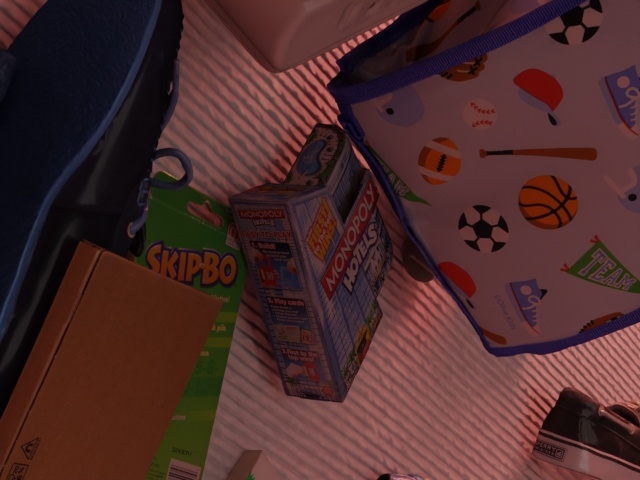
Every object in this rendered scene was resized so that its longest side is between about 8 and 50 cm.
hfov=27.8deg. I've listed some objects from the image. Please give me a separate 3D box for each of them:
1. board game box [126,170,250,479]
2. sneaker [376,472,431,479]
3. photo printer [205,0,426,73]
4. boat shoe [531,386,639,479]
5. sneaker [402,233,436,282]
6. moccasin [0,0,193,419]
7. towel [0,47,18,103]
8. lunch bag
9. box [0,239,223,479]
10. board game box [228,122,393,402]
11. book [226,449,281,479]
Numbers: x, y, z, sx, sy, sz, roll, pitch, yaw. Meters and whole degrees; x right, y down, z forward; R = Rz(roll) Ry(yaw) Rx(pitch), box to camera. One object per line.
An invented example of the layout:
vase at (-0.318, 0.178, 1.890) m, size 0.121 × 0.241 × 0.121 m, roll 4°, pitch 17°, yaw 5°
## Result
board game box at (-0.122, 0.086, 0.988) m, size 0.124 × 0.039 × 0.259 m, roll 30°, pitch 69°, yaw -48°
sneaker at (0.058, 0.292, 1.201) m, size 0.073 × 0.063 × 0.162 m, roll 26°, pitch 64°, yaw -29°
photo printer at (-0.029, -0.292, 0.939) m, size 0.256 × 0.107 × 0.307 m, roll -30°, pitch 73°, yaw -31°
boat shoe at (0.361, 0.238, 1.525) m, size 0.306 × 0.113 × 0.105 m, roll 23°, pitch 85°, yaw -39°
sneaker at (0.114, -0.036, 1.279) m, size 0.061 × 0.054 × 0.152 m, roll -1°, pitch 97°, yaw -57°
moccasin at (-0.178, -0.022, 0.868) m, size 0.117 × 0.138 × 0.342 m, roll 35°, pitch 77°, yaw -54°
towel at (-0.243, -0.079, 0.817) m, size 0.029 × 0.067 × 0.119 m, roll 96°, pitch 14°, yaw -63°
lunch bag at (0.242, -0.107, 1.161) m, size 0.328 × 0.385 × 0.239 m, roll 56°, pitch 10°, yaw -22°
box at (-0.147, 0.112, 0.849) m, size 0.201 × 0.021 × 0.164 m, roll -67°, pitch 153°, yaw -4°
board game box at (0.000, 0.000, 1.090) m, size 0.194 × 0.060 × 0.194 m, roll -63°, pitch 144°, yaw -36°
book at (-0.046, 0.260, 1.083) m, size 0.144 × 0.035 × 0.096 m, roll 61°, pitch 42°, yaw -28°
